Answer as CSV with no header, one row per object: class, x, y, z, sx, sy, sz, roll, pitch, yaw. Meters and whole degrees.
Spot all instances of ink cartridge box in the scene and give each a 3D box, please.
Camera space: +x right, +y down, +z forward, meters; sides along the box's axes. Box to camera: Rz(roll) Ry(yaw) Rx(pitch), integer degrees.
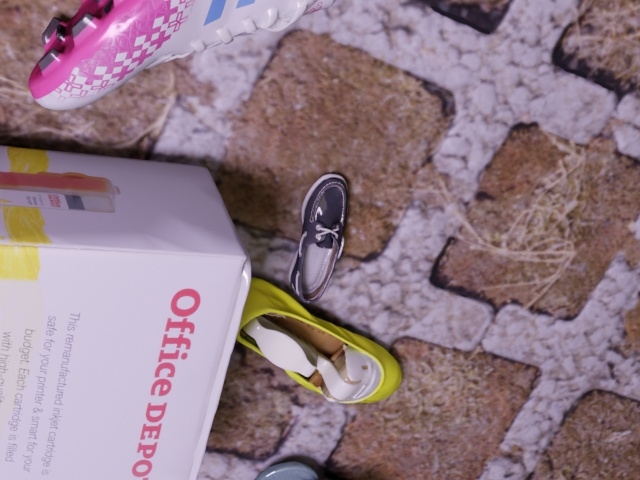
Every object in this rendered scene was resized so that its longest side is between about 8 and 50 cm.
ink cartridge box,-0.281,0.075,0.849,0.385,0.160,0.279,4,122,-22

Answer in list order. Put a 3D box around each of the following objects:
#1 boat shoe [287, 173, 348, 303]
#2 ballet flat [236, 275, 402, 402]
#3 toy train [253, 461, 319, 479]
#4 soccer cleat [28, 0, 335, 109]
boat shoe,0.000,0.000,0.986,0.046,0.038,0.125,11,113,-21
ballet flat,-0.004,0.114,1.022,0.231,0.077,0.077,34,103,-28
toy train,-0.088,0.362,1.103,0.334,0.142,0.190,-23,130,-3
soccer cleat,-0.074,-0.193,0.818,0.331,0.116,0.143,-42,120,8
